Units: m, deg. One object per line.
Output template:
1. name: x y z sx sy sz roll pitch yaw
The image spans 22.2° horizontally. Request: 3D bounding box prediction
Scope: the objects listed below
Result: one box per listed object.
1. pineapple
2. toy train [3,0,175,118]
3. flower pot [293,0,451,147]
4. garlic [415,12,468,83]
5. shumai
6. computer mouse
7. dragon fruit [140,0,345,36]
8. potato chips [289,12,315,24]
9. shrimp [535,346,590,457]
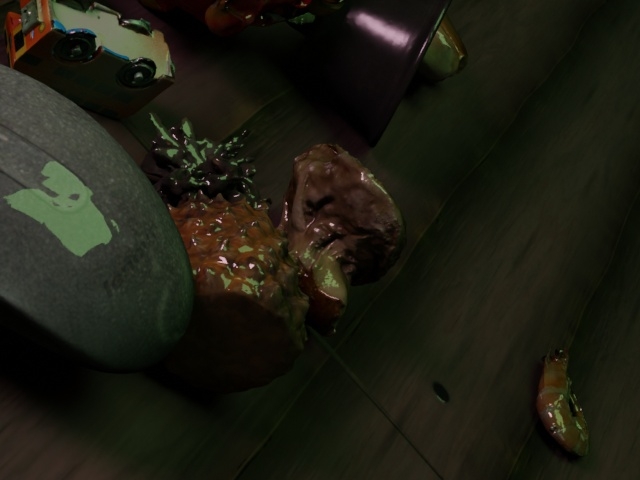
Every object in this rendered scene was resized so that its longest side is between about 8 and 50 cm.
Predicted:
1. pineapple: -0.102 -0.012 1.576 0.169 0.169 0.340 33 28 -30
2. toy train: -0.232 -0.187 1.648 0.188 0.099 0.072 21 42 -44
3. flower pot: 0.060 -0.255 2.067 0.148 0.235 0.235 28 30 -2
4. garlic: 0.121 -0.323 2.327 0.228 0.110 0.217 63 17 1
5. shumai: 0.000 0.000 1.724 0.153 0.209 0.161 -45 103 -18
6. computer mouse: -0.256 -0.039 1.335 0.374 0.114 0.203 34 55 -7
7. dragon fruit: -0.083 -0.349 1.885 0.307 0.243 0.227 -12 68 -12
8. potato chips: 0.004 -0.325 2.205 0.167 0.059 0.228 -23 80 -55
9. shrimp: 0.304 0.196 2.025 0.099 0.041 0.180 38 29 -23
